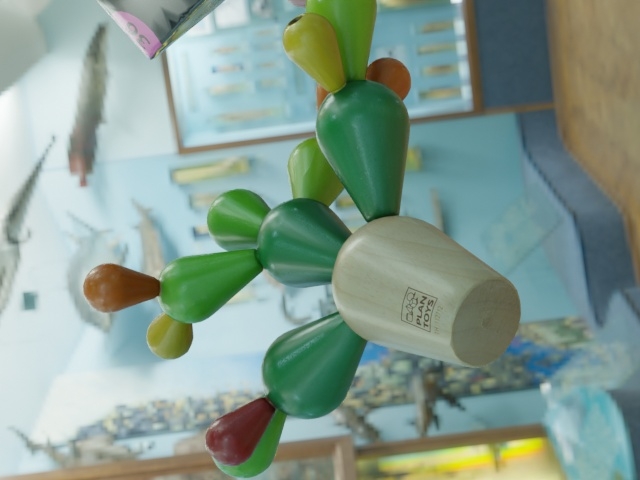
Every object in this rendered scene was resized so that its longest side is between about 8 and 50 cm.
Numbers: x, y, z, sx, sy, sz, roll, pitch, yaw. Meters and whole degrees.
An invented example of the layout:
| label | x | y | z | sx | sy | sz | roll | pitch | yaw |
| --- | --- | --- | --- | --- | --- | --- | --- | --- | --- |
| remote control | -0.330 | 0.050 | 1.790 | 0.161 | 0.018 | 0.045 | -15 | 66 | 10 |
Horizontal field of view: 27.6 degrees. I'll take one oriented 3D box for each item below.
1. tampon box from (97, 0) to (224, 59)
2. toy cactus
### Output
| label | x | y | z | sx | sy | sz | roll | pitch | yaw |
| --- | --- | --- | --- | --- | --- | --- | --- | --- | --- |
| tampon box | -0.068 | -0.191 | 0.661 | 0.120 | 0.101 | 0.161 | 48 | 149 | -7 |
| toy cactus | 0.000 | 0.000 | 0.513 | 0.180 | 0.112 | 0.219 | 23 | 93 | 51 |
